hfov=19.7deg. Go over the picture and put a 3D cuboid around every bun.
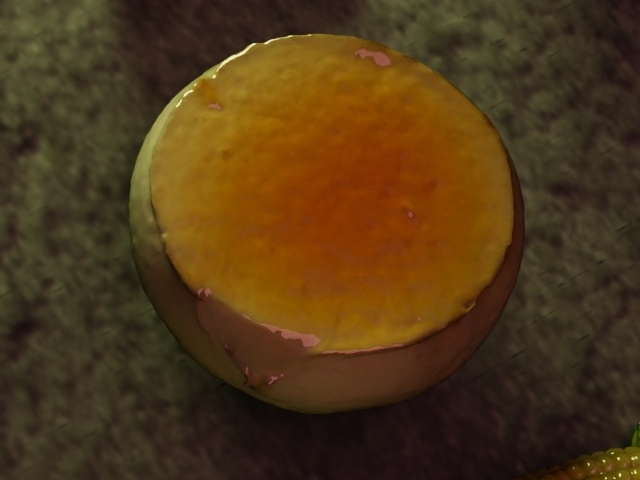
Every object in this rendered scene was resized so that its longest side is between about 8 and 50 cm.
[{"bbox_3d":[0.000,0.000,1.389,0.299,0.165,0.299,3,63,-6],"label":"bun"}]

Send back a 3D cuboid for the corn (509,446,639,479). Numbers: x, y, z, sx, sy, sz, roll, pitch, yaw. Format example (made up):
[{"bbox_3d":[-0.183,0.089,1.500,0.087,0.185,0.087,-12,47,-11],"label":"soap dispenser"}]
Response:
[{"bbox_3d":[0.140,0.243,1.380,0.347,0.130,0.130,-13,81,-7],"label":"corn"}]

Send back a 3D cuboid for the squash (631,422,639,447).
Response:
[{"bbox_3d":[0.295,0.238,1.463,0.066,0.066,0.201,-15,76,-17],"label":"squash"}]
